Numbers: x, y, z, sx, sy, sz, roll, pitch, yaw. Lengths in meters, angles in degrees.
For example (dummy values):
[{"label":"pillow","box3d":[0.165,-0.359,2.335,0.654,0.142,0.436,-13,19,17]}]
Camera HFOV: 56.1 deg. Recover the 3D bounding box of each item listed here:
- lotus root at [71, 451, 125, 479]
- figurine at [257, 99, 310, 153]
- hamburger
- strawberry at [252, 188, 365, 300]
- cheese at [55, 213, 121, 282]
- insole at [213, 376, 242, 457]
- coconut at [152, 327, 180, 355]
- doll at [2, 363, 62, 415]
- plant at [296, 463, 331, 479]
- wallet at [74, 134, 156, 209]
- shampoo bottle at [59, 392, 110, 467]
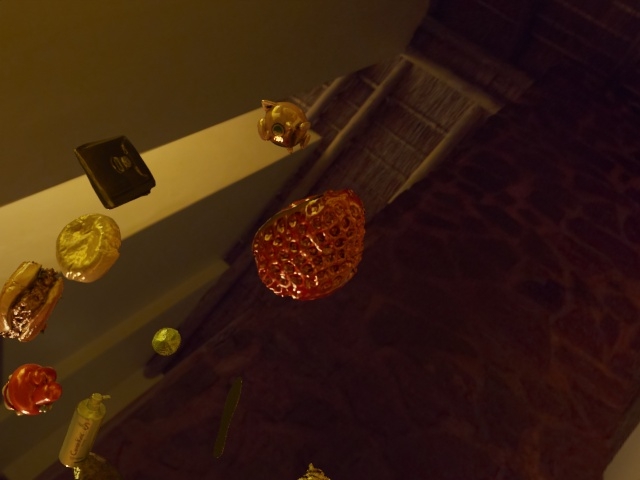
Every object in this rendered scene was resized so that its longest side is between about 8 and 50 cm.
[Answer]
[{"label":"lotus root","box3d":[-0.723,0.783,1.966,0.314,0.142,0.210,24,-49,56]},{"label":"figurine","box3d":[-0.094,-0.299,1.570,0.138,0.125,0.125,24,-53,10]},{"label":"hamburger","box3d":[-0.872,0.190,1.785,0.155,0.282,0.245,31,-1,-13]},{"label":"strawberry","box3d":[0.000,0.000,1.641,0.345,0.318,0.295,-44,-134,53]},{"label":"cheese","box3d":[-0.757,0.026,1.969,0.226,0.117,0.213,-25,-116,16]},{"label":"insole","box3d":[-0.287,0.546,1.864,0.005,0.253,0.086,28,-30,-25]},{"label":"coconut","box3d":[-0.471,0.310,1.840,0.088,0.088,0.096,46,-18,7]},{"label":"doll","box3d":[-0.902,0.466,1.879,0.290,0.130,0.160,-22,-103,34]},{"label":"plant","box3d":[-0.016,0.647,1.580,0.105,0.122,0.116,-18,-74,-2]},{"label":"wallet","box3d":[-0.495,-0.171,1.468,0.052,0.245,0.168,-23,-79,15]},{"label":"shampoo bottle","box3d":[-0.699,0.554,1.781,0.085,0.085,0.262,35,-66,16]}]
